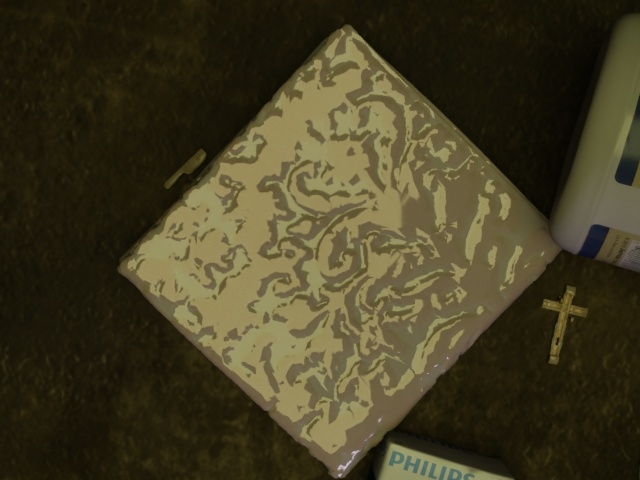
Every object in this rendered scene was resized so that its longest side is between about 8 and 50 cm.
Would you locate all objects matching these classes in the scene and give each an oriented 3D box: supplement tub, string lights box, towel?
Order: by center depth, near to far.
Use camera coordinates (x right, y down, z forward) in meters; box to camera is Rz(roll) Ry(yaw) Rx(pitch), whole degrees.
[{"bbox_3d":[0.386,-0.059,0.954,0.316,0.228,0.228,17,95,9],"label":"supplement tub"},{"bbox_3d":[0.022,0.014,1.040,0.317,0.053,0.332,44,89,-8],"label":"towel"},{"bbox_3d":[0.090,0.334,1.084,0.133,0.077,0.259,17,95,-2],"label":"string lights box"}]

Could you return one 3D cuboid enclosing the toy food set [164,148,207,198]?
[{"bbox_3d":[-0.100,-0.029,1.062,0.078,0.019,0.122,-42,86,9],"label":"toy food set"}]

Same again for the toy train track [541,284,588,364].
[{"bbox_3d":[0.249,0.088,1.096,0.048,0.014,0.083,12,95,-2],"label":"toy train track"}]

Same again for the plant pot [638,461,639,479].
[{"bbox_3d":[0.382,0.248,1.088,0.079,0.083,0.083,1,95,-15],"label":"plant pot"}]
